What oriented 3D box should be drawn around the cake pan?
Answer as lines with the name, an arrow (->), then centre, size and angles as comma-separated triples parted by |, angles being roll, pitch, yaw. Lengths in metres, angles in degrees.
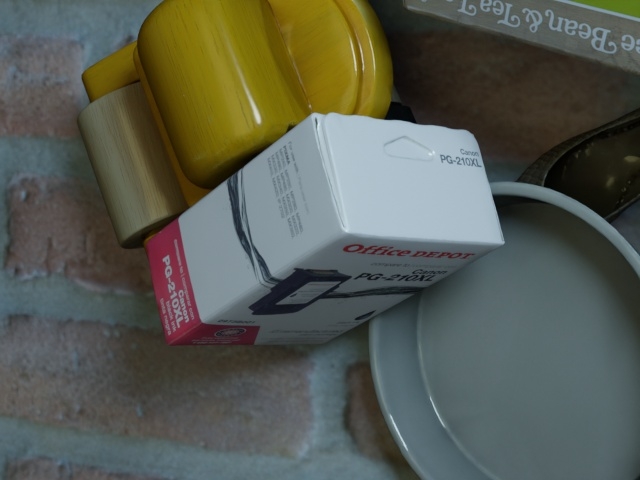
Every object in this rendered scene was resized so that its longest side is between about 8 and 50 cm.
cake pan -> 0.168, 0.096, 1.101 | 0.293, 0.054, 0.293 | 8, 103, 40

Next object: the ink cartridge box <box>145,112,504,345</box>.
ink cartridge box -> 0.000, 0.000, 1.080 | 0.237, 0.172, 0.100 | -33, 63, 44

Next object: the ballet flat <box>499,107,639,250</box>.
ballet flat -> 0.245, -0.062, 1.087 | 0.250, 0.058, 0.084 | -29, 80, 27

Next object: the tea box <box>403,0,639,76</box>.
tea box -> 0.242, -0.291, 0.895 | 0.329, 0.220, 0.323 | 26, 126, 41

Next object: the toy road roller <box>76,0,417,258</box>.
toy road roller -> -0.092, -0.110, 1.153 | 0.329, 0.240, 0.202 | -25, 81, 25
